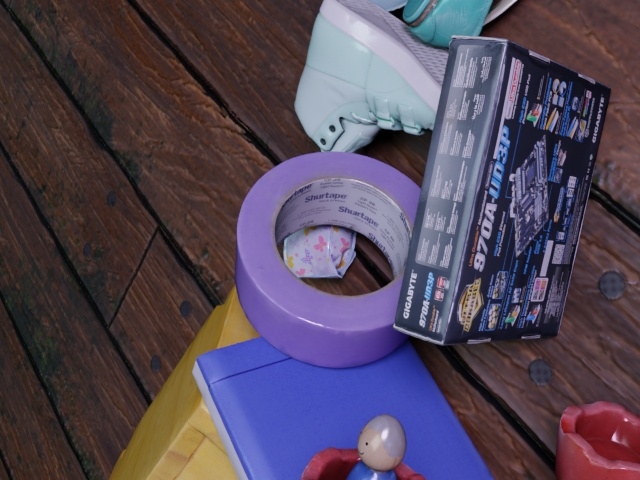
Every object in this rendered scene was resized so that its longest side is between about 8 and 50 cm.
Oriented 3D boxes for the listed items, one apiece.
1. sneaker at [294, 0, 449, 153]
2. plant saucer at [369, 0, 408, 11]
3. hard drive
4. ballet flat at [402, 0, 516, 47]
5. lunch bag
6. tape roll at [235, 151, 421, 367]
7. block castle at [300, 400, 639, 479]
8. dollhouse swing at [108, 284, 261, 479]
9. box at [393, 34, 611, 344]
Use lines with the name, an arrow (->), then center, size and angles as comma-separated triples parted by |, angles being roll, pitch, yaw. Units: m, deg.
sneaker -> 0.076, -0.115, 0.747 | 0.256, 0.094, 0.151 | 45, 129, 29
plant saucer -> 0.083, -0.324, 0.782 | 0.194, 0.037, 0.195 | -5, 83, 43
hard drive -> 0.047, 0.212, 0.662 | 0.319, 0.210, 0.040 | 59, 145, 28
ballet flat -> 0.169, -0.275, 0.670 | 0.247, 0.087, 0.083 | -57, 22, 27
lunch bag -> 0.000, 0.000, 0.828 | 0.071, 0.053, 0.083 | -4, 74, 41
tape roll -> 0.015, 0.015, 0.711 | 0.189, 0.188, 0.080 | 61, 158, 27
block castle -> 0.197, 0.262, 0.386 | 0.453, 0.302, 0.213 | -136, 48, -56
dollhouse swing -> -0.064, 0.303, 0.862 | 0.347, 0.304, 0.315 | -56, 12, 26
box -> 0.149, -0.031, 0.606 | 0.051, 0.175, 0.221 | 16, 99, 43
